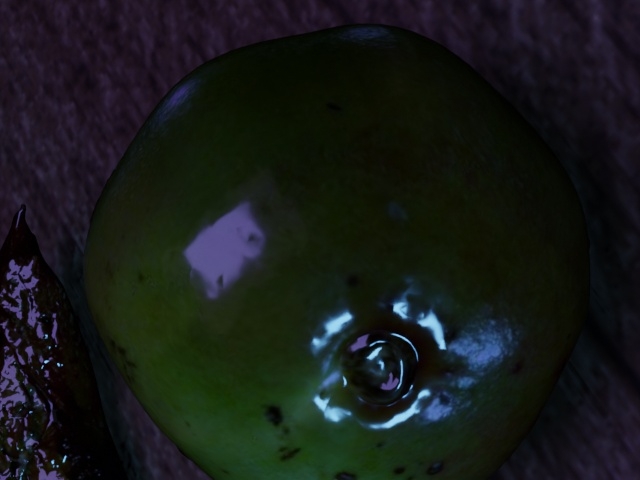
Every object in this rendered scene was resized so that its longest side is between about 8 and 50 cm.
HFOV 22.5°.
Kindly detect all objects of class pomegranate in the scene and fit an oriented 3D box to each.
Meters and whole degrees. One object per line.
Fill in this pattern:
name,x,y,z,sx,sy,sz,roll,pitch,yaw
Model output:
pomegranate,0.000,0.000,0.591,0.180,0.180,0.210,-64,26,18

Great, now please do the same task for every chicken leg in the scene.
chicken leg,-0.126,0.108,0.741,0.105,0.063,0.234,-34,67,28
